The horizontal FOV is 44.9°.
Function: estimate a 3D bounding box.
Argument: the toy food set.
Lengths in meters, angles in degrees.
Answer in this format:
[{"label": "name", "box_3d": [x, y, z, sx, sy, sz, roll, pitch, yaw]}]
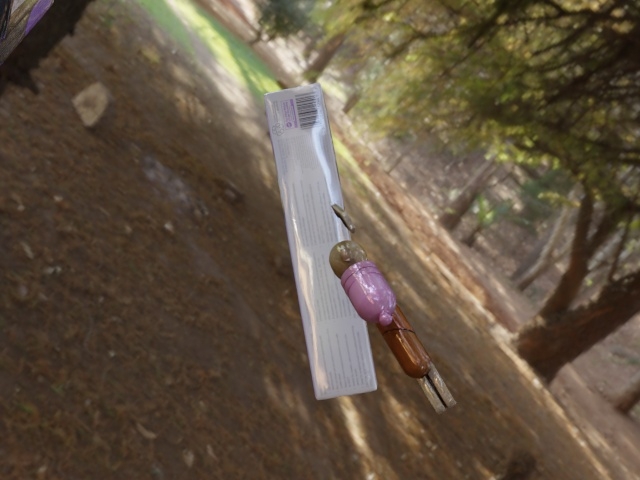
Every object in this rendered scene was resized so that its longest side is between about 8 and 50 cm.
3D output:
[{"label": "toy food set", "box_3d": [0.032, 0.040, 0.383, 0.122, 0.019, 0.078, 60, 0, -8]}]

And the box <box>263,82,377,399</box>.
[{"label": "box", "box_3d": [0.000, 0.000, 0.812, 0.063, 0.067, 0.324, 51, 28, -83]}]

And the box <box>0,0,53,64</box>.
[{"label": "box", "box_3d": [-0.375, -0.296, 0.685, 0.270, 0.143, 0.165, 27, 42, -14]}]
